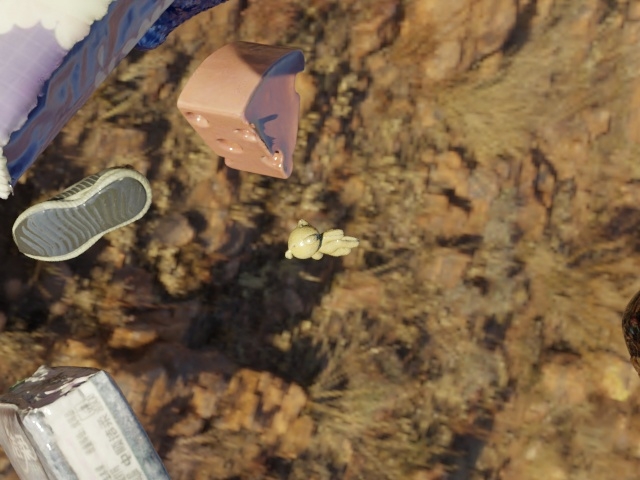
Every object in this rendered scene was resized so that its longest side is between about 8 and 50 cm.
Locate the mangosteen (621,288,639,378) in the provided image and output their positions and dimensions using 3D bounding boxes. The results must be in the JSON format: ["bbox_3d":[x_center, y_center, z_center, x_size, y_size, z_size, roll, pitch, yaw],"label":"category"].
[{"bbox_3d":[0.549,0.133,1.561,0.243,0.243,0.242,-18,112,-51],"label":"mangosteen"}]

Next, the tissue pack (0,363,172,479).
[{"bbox_3d":[-0.249,0.344,1.361,0.124,0.288,0.394,-31,99,-28],"label":"tissue pack"}]

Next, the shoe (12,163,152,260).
[{"bbox_3d":[-0.365,-0.050,1.726,0.112,0.228,0.099,-102,166,-68],"label":"shoe"}]

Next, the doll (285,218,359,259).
[{"bbox_3d":[0.002,0.008,1.399,0.093,0.061,0.051,23,48,-24],"label":"doll"}]

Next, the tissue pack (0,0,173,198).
[{"bbox_3d":[-0.278,-0.230,0.994,0.343,0.242,0.125,-58,172,-29],"label":"tissue pack"}]

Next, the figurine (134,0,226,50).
[{"bbox_3d":[-0.143,-0.308,1.279,0.121,0.262,0.164,39,43,-15],"label":"figurine"}]

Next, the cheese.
[{"bbox_3d":[-0.097,-0.221,1.692,0.203,0.128,0.177,50,56,-59],"label":"cheese"}]
